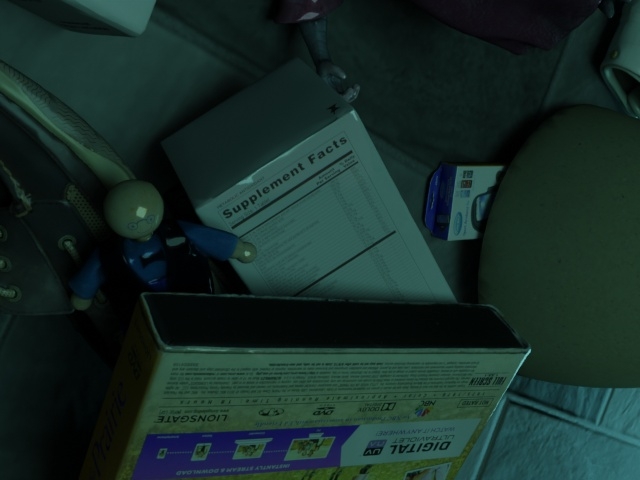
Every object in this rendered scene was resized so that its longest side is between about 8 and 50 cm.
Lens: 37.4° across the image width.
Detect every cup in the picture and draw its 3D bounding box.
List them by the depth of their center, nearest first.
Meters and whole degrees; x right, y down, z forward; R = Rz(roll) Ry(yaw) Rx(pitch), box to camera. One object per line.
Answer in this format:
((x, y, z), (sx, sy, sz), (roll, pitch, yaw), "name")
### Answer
((0.367, 0.030, 1.044), (0.331, 0.237, 0.331), (-18, 116, -41), "cup")

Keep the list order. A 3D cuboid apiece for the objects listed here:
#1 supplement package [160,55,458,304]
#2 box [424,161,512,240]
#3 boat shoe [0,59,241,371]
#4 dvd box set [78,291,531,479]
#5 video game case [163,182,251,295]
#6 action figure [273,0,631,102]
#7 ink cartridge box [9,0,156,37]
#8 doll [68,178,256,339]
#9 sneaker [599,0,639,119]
((0.000, 0.000, 0.764), (0.139, 0.134, 0.244), (-32, 124, -3), "supplement package")
((0.169, -0.043, 1.017), (0.136, 0.028, 0.081), (-5, 106, -41), "box")
((-0.191, -0.005, 0.664), (0.130, 0.132, 0.355), (-51, 128, -14), "boat shoe")
((-0.049, 0.226, 0.754), (0.308, 0.062, 0.420), (4, 123, -31), "dvd box set")
((-0.013, 0.022, 0.888), (0.196, 0.026, 0.274), (-37, 122, -26), "video game case")
((0.062, -0.274, 0.760), (0.370, 0.248, 0.275), (12, 59, -17), "action figure")
((-0.215, -0.281, 0.572), (0.289, 0.122, 0.211), (23, 87, -41), "ink cartridge box")
((-0.103, 0.032, 0.643), (0.129, 0.046, 0.189), (-20, 133, -6), "doll")
((0.452, -0.197, 1.165), (0.293, 0.108, 0.169), (27, 86, -31), "sneaker")
